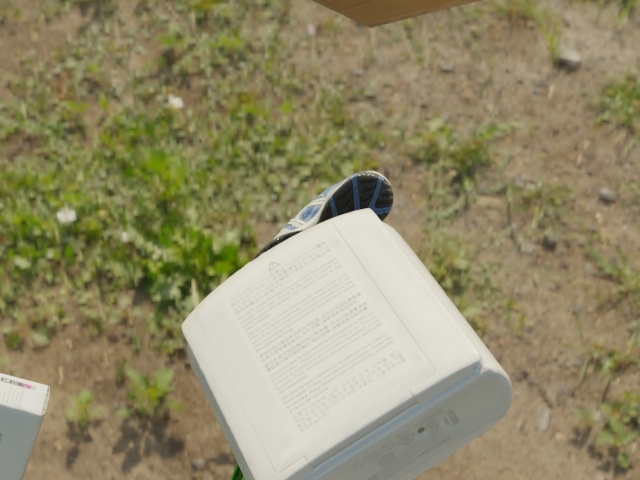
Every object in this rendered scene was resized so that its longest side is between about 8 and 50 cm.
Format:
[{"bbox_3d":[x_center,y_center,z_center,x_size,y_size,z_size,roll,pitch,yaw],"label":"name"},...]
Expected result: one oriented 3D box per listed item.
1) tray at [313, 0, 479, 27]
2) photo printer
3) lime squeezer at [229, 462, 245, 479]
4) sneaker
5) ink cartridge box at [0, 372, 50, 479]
[{"bbox_3d":[0.064,-0.358,1.712,0.203,0.411,0.076,22,87,-19],"label":"tray"},{"bbox_3d":[0.008,0.111,1.307,0.256,0.107,0.307,-33,41,-2],"label":"photo printer"},{"bbox_3d":[-0.142,0.385,1.471,0.059,0.110,0.310,30,84,-3],"label":"lime squeezer"},{"bbox_3d":[0.000,0.000,1.497,0.211,0.081,0.080,-38,98,13],"label":"sneaker"},{"bbox_3d":[-0.550,0.277,1.733,0.330,0.324,0.071,18,33,-11],"label":"ink cartridge box"}]
